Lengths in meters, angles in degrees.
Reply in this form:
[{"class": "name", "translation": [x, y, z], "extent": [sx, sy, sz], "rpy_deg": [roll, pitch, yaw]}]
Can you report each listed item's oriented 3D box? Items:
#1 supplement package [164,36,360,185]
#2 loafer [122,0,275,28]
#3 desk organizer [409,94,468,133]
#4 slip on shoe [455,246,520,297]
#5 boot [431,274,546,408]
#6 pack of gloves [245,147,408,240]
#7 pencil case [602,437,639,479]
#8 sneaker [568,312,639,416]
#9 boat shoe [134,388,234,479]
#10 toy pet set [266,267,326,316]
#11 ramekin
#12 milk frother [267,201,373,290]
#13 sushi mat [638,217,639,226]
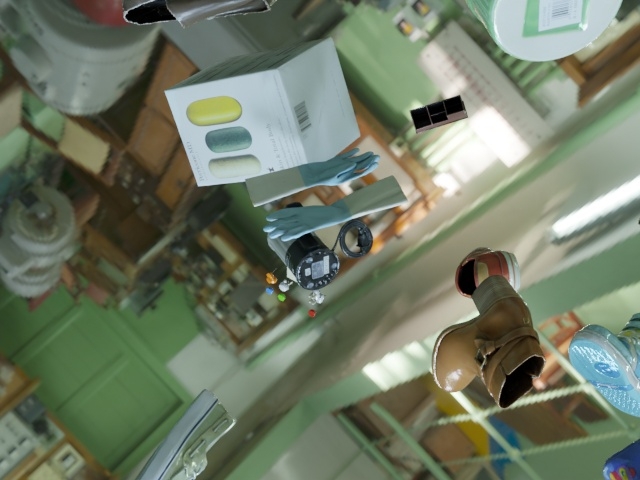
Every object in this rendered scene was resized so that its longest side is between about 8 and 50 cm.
[{"class": "supplement package", "translation": [-0.104, -0.235, 1.810], "extent": [0.262, 0.199, 0.198], "rpy_deg": [-4, -156, 34]}, {"class": "loafer", "translation": [-0.255, -0.493, 2.031], "extent": [0.134, 0.365, 0.130], "rpy_deg": [46, 52, -59]}, {"class": "desk organizer", "translation": [0.282, -0.303, 2.335], "extent": [0.130, 0.047, 0.050], "rpy_deg": [-16, 164, 12]}, {"class": "slip on shoe", "translation": [0.341, 0.077, 2.139], "extent": [0.101, 0.123, 0.331], "rpy_deg": [-7, 178, -7]}, {"class": "boot", "translation": [0.309, 0.230, 1.780], "extent": [0.283, 0.109, 0.220], "rpy_deg": [-60, -152, 29]}, {"class": "pack of gloves", "translation": [0.007, -0.067, 1.595], "extent": [0.232, 0.046, 0.195], "rpy_deg": [-17, -144, -5]}, {"class": "pencil case", "translation": [0.460, 0.367, 1.157], "extent": [0.133, 0.306, 0.119], "rpy_deg": [-2, 137, -25]}, {"class": "sneaker", "translation": [0.620, 0.204, 1.979], "extent": [0.127, 0.319, 0.208], "rpy_deg": [10, -116, 44]}, {"class": "boat shoe", "translation": [-0.253, 0.396, 1.820], "extent": [0.109, 0.094, 0.302], "rpy_deg": [-52, -179, 41]}, {"class": "toy pet set", "translation": [-0.041, 0.072, 1.943], "extent": [0.065, 0.122, 0.114], "rpy_deg": [-42, 148, -39]}, {"class": "ramekin", "translation": [0.440, -0.497, 1.904], "extent": [0.303, 0.303, 0.148], "rpy_deg": [-43, -140, 29]}, {"class": "milk frother", "translation": [0.000, 0.000, 1.733], "extent": [0.143, 0.135, 0.129], "rpy_deg": [0, 120, -29]}, {"class": "sushi mat", "translation": [0.751, 0.086, 2.083], "extent": [0.019, 0.316, 0.151], "rpy_deg": [-31, -133, 11]}]
